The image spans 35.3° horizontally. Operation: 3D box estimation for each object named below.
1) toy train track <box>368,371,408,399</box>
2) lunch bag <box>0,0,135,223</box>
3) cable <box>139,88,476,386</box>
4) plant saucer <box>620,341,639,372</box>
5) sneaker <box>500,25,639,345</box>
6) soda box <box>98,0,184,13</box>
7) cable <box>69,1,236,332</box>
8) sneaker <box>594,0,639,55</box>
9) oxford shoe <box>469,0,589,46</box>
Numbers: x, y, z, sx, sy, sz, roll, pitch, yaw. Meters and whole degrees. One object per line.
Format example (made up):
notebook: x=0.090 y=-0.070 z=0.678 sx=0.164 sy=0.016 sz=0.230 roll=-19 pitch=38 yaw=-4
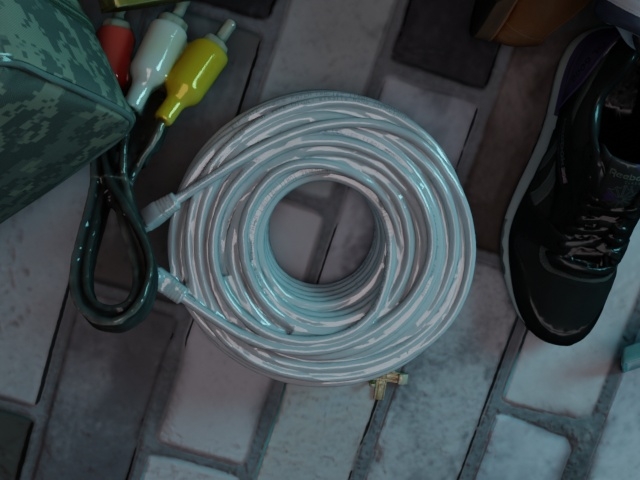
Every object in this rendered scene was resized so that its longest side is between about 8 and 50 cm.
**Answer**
toy train track: x=0.040 y=0.125 z=0.929 sx=0.083 sy=0.014 sz=0.048 roll=7 pitch=100 yaw=-3
lunch bag: x=-0.321 y=-0.135 z=0.736 sx=0.305 sy=0.212 sz=0.256 roll=-33 pitch=77 yaw=15
cable: x=0.000 y=0.000 z=0.867 sx=0.257 sy=0.089 sz=0.257 roll=-42 pitch=100 yaw=5
plant saucer: x=0.359 y=0.078 z=0.898 sx=0.192 sy=0.067 sz=0.018 roll=-21 pitch=70 yaw=11
sneaker: x=0.225 y=-0.040 z=0.849 sx=0.107 sy=0.124 sz=0.283 roll=8 pitch=101 yaw=-3
soda box: x=-0.090 y=-0.227 z=0.804 sx=0.181 sy=0.058 sz=0.061 roll=-15 pitch=102 yaw=-20
cable: x=-0.164 y=-0.074 z=0.796 sx=0.139 sy=0.072 sz=0.287 roll=11 pitch=61 yaw=4
sneaker: x=0.330 y=-0.183 z=0.737 sx=0.282 sy=0.099 sz=0.153 roll=10 pitch=114 yaw=-20
oxford shoe: x=0.191 y=-0.221 z=0.786 sx=0.076 sy=0.212 sz=0.076 roll=16 pitch=68 yaw=-8
